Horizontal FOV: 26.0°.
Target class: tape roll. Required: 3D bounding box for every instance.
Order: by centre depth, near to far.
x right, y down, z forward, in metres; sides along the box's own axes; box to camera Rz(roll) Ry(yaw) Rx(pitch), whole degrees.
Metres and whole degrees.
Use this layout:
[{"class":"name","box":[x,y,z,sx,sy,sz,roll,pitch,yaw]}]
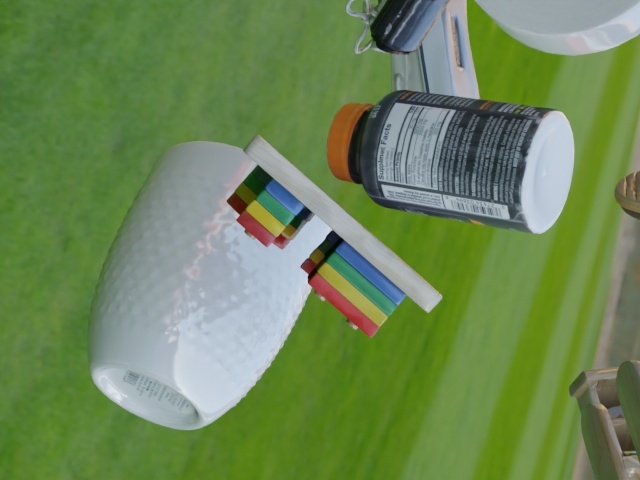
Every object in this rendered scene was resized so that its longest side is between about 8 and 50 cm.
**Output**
[{"class":"tape roll","box":[0.307,-0.373,1.679,0.100,0.286,0.286,21,82,-67]}]

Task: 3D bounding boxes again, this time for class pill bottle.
[{"class":"pill bottle","box":[0.130,-0.089,1.454,0.130,0.246,0.130,-28,123,-53]}]

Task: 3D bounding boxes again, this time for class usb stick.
[{"class":"usb stick","box":[0.145,-0.310,1.427,0.077,0.045,0.278,1,130,-53]}]

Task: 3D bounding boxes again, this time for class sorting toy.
[{"class":"sorting toy","box":[0.000,0.000,1.551,0.089,0.257,0.255,-49,-177,2]}]

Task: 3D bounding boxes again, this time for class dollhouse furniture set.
[{"class":"dollhouse furniture set","box":[0.508,0.225,1.832,0.394,0.362,0.256,112,-30,-58]}]

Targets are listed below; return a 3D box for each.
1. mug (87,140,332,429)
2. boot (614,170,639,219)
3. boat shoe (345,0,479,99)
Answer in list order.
[{"class":"mug","box":[-0.189,0.090,1.921,0.374,0.276,0.328,-33,-152,57]},{"class":"boot","box":[0.446,0.028,1.542,0.090,0.249,0.206,-60,154,-45]},{"class":"boat shoe","box":[0.106,-0.277,1.792,0.136,0.157,0.367,2,79,-62]}]
